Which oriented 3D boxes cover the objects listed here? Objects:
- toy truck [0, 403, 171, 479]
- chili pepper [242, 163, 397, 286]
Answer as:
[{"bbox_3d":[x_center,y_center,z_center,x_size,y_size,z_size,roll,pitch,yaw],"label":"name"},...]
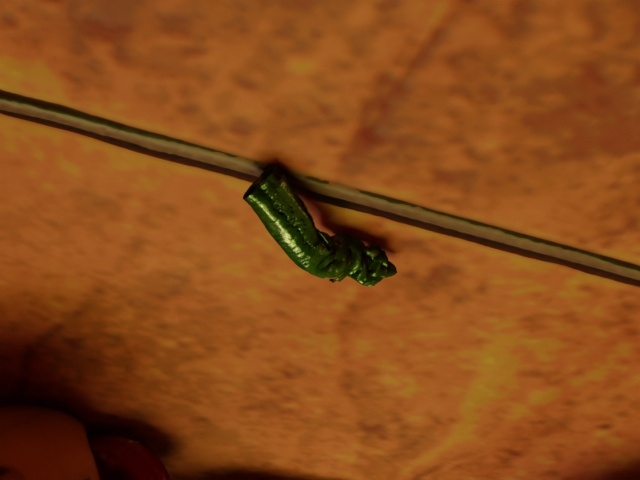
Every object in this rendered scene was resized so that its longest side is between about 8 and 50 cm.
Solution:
[{"bbox_3d":[-0.208,0.204,0.723,0.239,0.265,0.189,-6,-179,19],"label":"toy truck"},{"bbox_3d":[0.000,0.000,0.554,0.022,0.027,0.083,-14,142,42],"label":"chili pepper"}]
